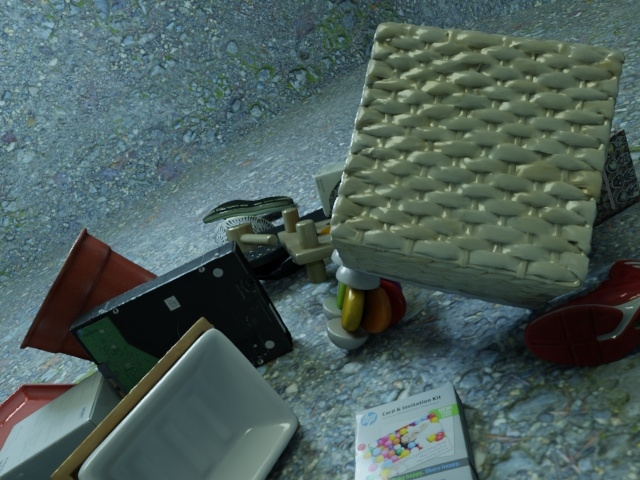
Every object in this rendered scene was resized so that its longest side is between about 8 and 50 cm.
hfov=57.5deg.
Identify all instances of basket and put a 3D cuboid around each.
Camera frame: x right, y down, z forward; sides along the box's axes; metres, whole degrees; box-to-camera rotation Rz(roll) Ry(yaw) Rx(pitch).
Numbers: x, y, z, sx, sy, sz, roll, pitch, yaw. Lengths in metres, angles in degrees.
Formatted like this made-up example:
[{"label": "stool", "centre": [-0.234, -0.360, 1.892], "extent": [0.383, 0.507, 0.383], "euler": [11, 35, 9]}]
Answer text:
[{"label": "basket", "centre": [0.199, -0.097, 0.821], "extent": [0.332, 0.328, 0.266], "euler": [12, -8, 11]}]

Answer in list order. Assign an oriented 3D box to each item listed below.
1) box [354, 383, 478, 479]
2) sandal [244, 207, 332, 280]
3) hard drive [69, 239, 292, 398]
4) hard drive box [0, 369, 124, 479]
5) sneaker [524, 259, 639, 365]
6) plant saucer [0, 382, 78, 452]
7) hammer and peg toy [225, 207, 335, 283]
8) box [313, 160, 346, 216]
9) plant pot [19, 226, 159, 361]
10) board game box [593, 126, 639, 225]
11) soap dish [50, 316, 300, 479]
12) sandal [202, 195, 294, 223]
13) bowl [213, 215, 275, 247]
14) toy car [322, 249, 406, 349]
[{"label": "box", "centre": [0.114, 0.271, 0.724], "extent": [0.145, 0.038, 0.186], "euler": [-21, 22, 15]}, {"label": "sandal", "centre": [-0.062, 0.018, 1.425], "extent": [0.446, 0.106, 0.168], "euler": [-23, 18, -24]}, {"label": "hard drive", "centre": [-0.254, 0.173, 1.097], "extent": [0.339, 0.236, 0.064], "euler": [-27, 22, 5]}, {"label": "hard drive box", "centre": [-0.479, 0.368, 1.091], "extent": [0.232, 0.089, 0.181], "euler": [-33, 22, 4]}, {"label": "sneaker", "centre": [0.380, 0.093, 0.783], "extent": [0.222, 0.086, 0.128], "euler": [-14, 13, 13]}, {"label": "plant saucer", "centre": [-0.679, 0.424, 1.284], "extent": [0.259, 0.047, 0.258], "euler": [-10, 28, 35]}, {"label": "hammer and peg toy", "centre": [0.000, 0.000, 1.203], "extent": [0.362, 0.127, 0.266], "euler": [-15, 13, -10]}, {"label": "box", "centre": [0.132, -0.147, 1.386], "extent": [0.275, 0.113, 0.094], "euler": [-14, 16, 17]}, {"label": "plant pot", "centre": [-0.439, 0.152, 1.238], "extent": [0.272, 0.265, 0.272], "euler": [-50, 22, 30]}, {"label": "board game box", "centre": [0.377, -0.092, 1.079], "extent": [0.291, 0.141, 0.232], "euler": [-29, 22, -4]}, {"label": "soap dish", "centre": [-0.188, 0.287, 0.809], "extent": [0.118, 0.229, 0.291], "euler": [-29, 15, 46]}, {"label": "sandal", "centre": [-0.228, -0.077, 1.829], "extent": [0.303, 0.086, 0.120], "euler": [-6, 22, 13]}, {"label": "bowl", "centre": [-0.193, 0.018, 1.515], "extent": [0.170, 0.170, 0.080], "euler": [-20, 52, 19]}, {"label": "toy car", "centre": [0.082, 0.098, 1.034], "extent": [0.137, 0.159, 0.182], "euler": [7, 21, -8]}]
